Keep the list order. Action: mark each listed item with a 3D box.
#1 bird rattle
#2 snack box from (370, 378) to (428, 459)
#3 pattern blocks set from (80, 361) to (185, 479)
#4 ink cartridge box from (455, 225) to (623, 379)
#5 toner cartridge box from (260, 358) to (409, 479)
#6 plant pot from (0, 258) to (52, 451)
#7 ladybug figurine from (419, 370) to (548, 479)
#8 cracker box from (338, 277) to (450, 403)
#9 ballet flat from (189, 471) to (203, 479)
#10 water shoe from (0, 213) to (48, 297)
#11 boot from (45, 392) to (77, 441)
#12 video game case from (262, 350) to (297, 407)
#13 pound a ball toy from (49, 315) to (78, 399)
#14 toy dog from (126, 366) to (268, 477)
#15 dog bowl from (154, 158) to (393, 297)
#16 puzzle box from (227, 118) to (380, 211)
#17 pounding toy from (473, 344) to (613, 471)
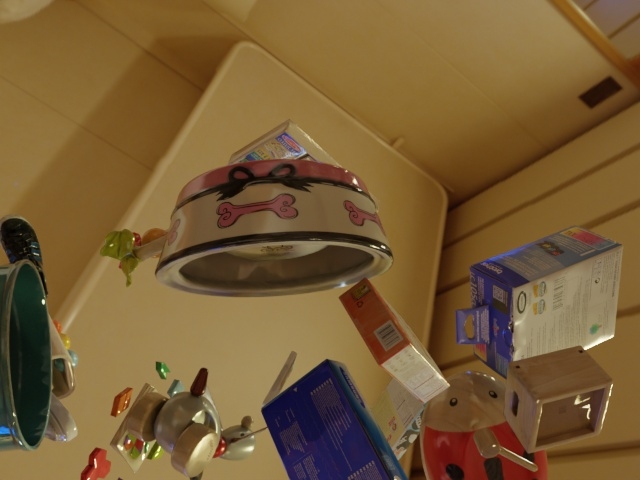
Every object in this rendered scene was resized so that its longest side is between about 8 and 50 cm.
[{"bbox_3d":[-0.459,0.027,1.400,0.207,0.142,0.253,-22,-176,-5],"label":"bird rattle"},{"bbox_3d":[0.238,0.584,1.715,0.321,0.060,0.187,-60,-155,22],"label":"snack box"},{"bbox_3d":[-0.450,0.472,1.334,0.026,0.285,0.324,7,-123,19],"label":"pattern blocks set"},{"bbox_3d":[0.511,0.156,1.263,0.396,0.269,0.151,-18,-154,-20],"label":"ink cartridge box"},{"bbox_3d":[0.043,0.388,0.871,0.165,0.075,0.347,-39,-123,13],"label":"toner cartridge box"},{"bbox_3d":[-0.537,0.173,0.732,0.272,0.256,0.271,175,-90,-73],"label":"plant pot"},{"bbox_3d":[0.409,0.549,1.291,0.306,0.448,0.162,-17,-177,3],"label":"ladybug figurine"},{"bbox_3d":[0.137,0.185,0.957,0.067,0.232,0.155,-37,-132,5],"label":"cracker box"},{"bbox_3d":[-0.326,0.550,1.352,0.057,0.049,0.172,-69,160,-75],"label":"ballet flat"},{"bbox_3d":[-0.635,0.040,1.151,0.073,0.202,0.080,-26,-147,-36],"label":"water shoe"},{"bbox_3d":[-0.559,0.311,0.941,0.123,0.259,0.095,-33,134,-49],"label":"boot"},{"bbox_3d":[-0.132,0.456,1.679,0.183,0.023,0.201,-59,172,-27],"label":"video game case"},{"bbox_3d":[-0.703,0.294,1.331,0.319,0.136,0.208,31,-54,46],"label":"pound a ball toy"},{"bbox_3d":[-0.207,0.331,1.002,0.160,0.220,0.333,-62,173,-12],"label":"toy dog"},{"bbox_3d":[-0.080,-0.009,0.942,0.408,0.409,0.150,-28,-119,54],"label":"dog bowl"},{"bbox_3d":[-0.046,-0.173,1.623,0.272,0.409,0.052,-22,-138,41],"label":"puzzle box"},{"bbox_3d":[0.337,0.281,0.860,0.094,0.206,0.180,-112,-168,-57],"label":"pounding toy"}]
